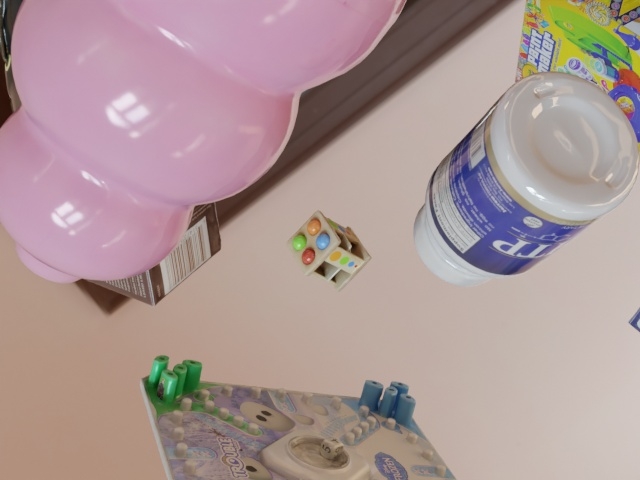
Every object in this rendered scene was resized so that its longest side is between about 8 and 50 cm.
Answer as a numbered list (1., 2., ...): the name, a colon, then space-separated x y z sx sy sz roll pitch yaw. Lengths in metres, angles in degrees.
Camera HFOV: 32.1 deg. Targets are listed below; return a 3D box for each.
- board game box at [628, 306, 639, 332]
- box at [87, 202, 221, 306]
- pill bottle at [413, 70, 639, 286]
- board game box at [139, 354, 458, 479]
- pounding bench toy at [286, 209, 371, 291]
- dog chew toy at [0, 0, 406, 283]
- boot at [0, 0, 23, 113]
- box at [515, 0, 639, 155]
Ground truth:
1. board game box: 0.328 0.056 0.858 0.136 0.035 0.201 41 158 16
2. box: -0.282 -0.037 1.651 0.168 0.203 0.167 -44 -39 -42
3. pill bottle: 0.143 -0.035 0.833 0.112 0.187 0.112 7 -113 -16
4. board game box: -0.002 0.263 1.372 0.390 0.050 0.390 9 -162 -21
5. pounding bench toy: 0.000 0.000 1.168 0.065 0.052 0.083 28 -159 -45
6. dog chew toy: -0.087 -0.116 0.667 0.206 0.332 0.206 31 -165 -9
7. boot: -0.210 -0.174 0.960 0.138 0.377 0.284 -5 -158 -20
8. box: 0.441 -0.279 1.540 0.279 0.177 0.290 37 166 19
